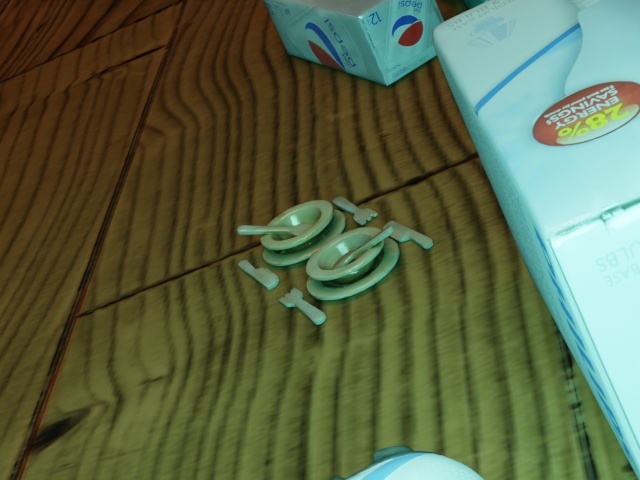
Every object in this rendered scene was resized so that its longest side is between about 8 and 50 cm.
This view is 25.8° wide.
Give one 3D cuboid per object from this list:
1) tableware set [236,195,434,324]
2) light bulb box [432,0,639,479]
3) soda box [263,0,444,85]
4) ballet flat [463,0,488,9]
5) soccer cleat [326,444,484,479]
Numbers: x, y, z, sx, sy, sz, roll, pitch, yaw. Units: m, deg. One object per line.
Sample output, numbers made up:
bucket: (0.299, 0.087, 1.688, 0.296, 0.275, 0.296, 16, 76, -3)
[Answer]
tableware set: (0.000, 0.000, 1.253, 0.128, 0.039, 0.194, -34, 26, -13)
light bulb box: (0.291, -0.059, 0.856, 0.358, 0.225, 0.361, -25, 24, 5)
soda box: (0.036, -0.263, 1.652, 0.098, 0.091, 0.286, -33, 26, -14)
ballet flat: (0.185, -0.306, 1.623, 0.070, 0.070, 0.188, -30, 29, -3)
soccer cleat: (-0.037, 0.229, 0.768, 0.331, 0.116, 0.143, -31, 25, -8)
